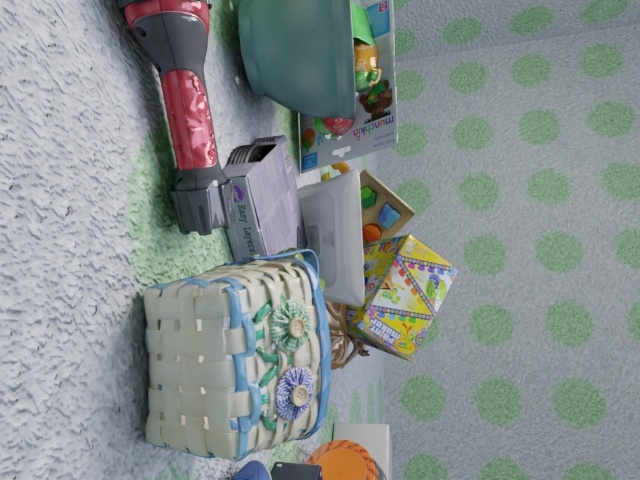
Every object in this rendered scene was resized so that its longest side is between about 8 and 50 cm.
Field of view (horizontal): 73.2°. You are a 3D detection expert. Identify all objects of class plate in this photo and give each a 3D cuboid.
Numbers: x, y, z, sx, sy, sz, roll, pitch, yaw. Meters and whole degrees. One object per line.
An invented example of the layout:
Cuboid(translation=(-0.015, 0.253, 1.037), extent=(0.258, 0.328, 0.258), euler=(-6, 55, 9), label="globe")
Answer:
Cuboid(translation=(0.000, 0.000, 0.960), extent=(0.278, 0.045, 0.278), euler=(-5, -94, 61), label="plate")

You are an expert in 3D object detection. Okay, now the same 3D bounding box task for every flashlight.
Cuboid(translation=(-0.161, -0.159, 0.514), extent=(0.103, 0.103, 0.304), euler=(-23, 112, -48), label="flashlight")

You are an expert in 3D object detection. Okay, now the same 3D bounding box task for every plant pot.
Cuboid(translation=(-0.040, -0.370, 0.810), extent=(0.293, 0.196, 0.293), euler=(-4, 90, -85), label="plant pot")
Cuboid(translation=(-0.046, 0.057, 0.726), extent=(0.083, 0.083, 0.079), euler=(-71, 142, -57), label="plant pot")

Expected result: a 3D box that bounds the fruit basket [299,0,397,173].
Cuboid(translation=(0.042, -0.367, 1.049), extent=(0.165, 0.327, 0.353), euler=(10, 79, -42), label="fruit basket")

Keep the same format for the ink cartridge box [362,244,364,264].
Cuboid(translation=(0.047, 0.028, 1.255), extent=(0.090, 0.143, 0.092), euler=(-154, -120, -86), label="ink cartridge box")

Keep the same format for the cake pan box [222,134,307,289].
Cuboid(translation=(-0.098, -0.046, 0.807), extent=(0.246, 0.070, 0.267), euler=(-73, 156, -59), label="cake pan box")

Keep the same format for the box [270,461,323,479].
Cuboid(translation=(-0.062, 0.549, 0.738), extent=(0.261, 0.103, 0.185), euler=(-46, 128, -72), label="box")

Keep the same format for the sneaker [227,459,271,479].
Cuboid(translation=(-0.119, 0.367, 0.587), extent=(0.211, 0.080, 0.081), euler=(-36, 125, -75), label="sneaker")

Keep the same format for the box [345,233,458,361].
Cuboid(translation=(0.185, 0.155, 1.225), extent=(0.279, 0.177, 0.290), euler=(-58, -168, -13), label="box")

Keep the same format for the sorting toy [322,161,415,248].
Cuboid(translation=(0.118, -0.112, 1.375), extent=(0.229, 0.307, 0.041), euler=(-50, 179, 35), label="sorting toy")

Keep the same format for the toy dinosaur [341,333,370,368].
Cuboid(translation=(0.128, 0.302, 1.546), extent=(0.200, 0.127, 0.296), euler=(-33, 124, -82), label="toy dinosaur")

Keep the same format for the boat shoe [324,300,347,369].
Cuboid(translation=(0.007, 0.165, 1.133), extent=(0.110, 0.121, 0.341), euler=(140, -40, -59), label="boat shoe")

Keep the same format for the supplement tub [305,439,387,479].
Cuboid(translation=(0.069, 0.645, 1.020), extent=(0.207, 0.207, 0.338), euler=(-73, 156, -55), label="supplement tub")

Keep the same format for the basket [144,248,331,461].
Cuboid(translation=(-0.074, 0.143, 0.565), extent=(0.289, 0.200, 0.255), euler=(-2, 87, -66), label="basket")

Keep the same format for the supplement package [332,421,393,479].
Cuboid(translation=(0.128, 0.728, 1.303), extent=(0.175, 0.177, 0.293), euler=(71, 21, -47), label="supplement package")
